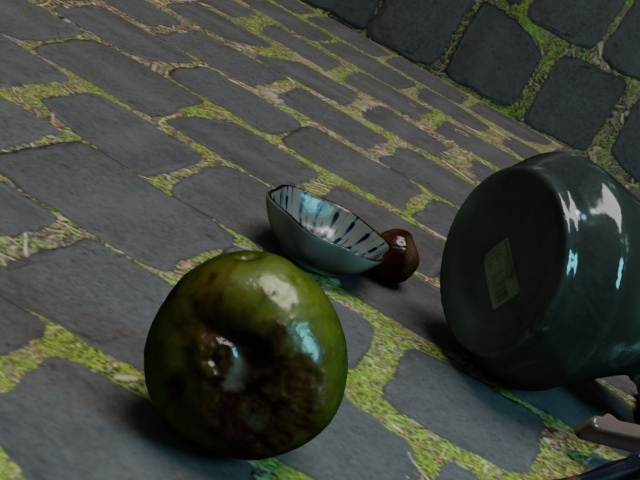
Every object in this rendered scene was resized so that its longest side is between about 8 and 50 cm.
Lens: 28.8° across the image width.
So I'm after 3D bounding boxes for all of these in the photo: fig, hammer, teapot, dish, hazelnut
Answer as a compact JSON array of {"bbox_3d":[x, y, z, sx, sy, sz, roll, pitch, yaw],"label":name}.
[{"bbox_3d":[-0.057,0.105,1.116,0.181,0.181,0.191,36,0,24],"label":"fig"},{"bbox_3d":[0.281,0.256,1.318,0.289,0.137,0.037,-4,62,-44],"label":"hammer"},{"bbox_3d":[0.372,0.090,1.600,0.361,0.305,0.376,12,56,-30],"label":"teapot"},{"bbox_3d":[0.000,0.000,1.669,0.190,0.066,0.191,27,17,-9],"label":"dish"},{"bbox_3d":[0.098,0.021,1.746,0.086,0.086,0.086,25,18,-9],"label":"hazelnut"}]

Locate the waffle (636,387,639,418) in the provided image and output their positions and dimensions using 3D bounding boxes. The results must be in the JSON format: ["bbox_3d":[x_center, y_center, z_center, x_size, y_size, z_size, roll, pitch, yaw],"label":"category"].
[{"bbox_3d":[0.573,0.280,1.731,0.274,0.057,0.168,29,18,3],"label":"waffle"}]
